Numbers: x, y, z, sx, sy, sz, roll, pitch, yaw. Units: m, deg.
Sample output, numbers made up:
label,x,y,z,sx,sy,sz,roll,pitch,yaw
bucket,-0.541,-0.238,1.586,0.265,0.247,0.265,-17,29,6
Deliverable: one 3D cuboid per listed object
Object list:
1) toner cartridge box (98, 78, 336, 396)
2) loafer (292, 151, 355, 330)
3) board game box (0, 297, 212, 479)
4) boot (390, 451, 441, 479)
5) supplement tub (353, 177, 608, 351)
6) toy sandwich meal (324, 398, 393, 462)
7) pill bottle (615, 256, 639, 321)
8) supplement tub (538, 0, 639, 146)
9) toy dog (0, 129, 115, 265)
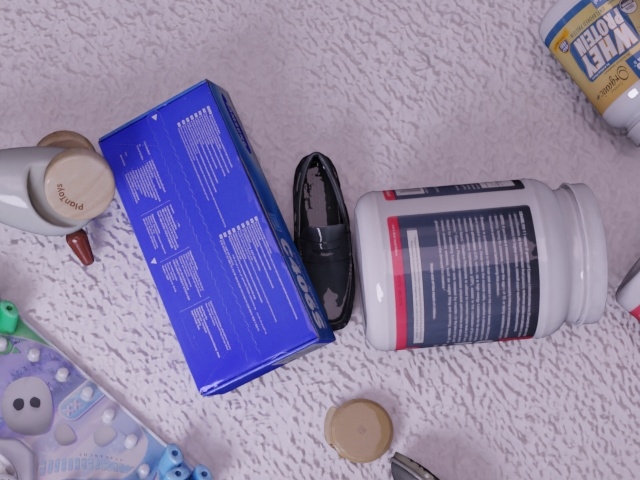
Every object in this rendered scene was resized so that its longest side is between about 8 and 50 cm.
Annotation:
label,x,y,z,sx,sy,sz,roll,pitch,yaw
toner cartridge box,-0.128,-0.003,1.369,0.165,0.075,0.347,-26,77,13
loafer,0.000,0.000,1.389,0.076,0.078,0.223,-6,77,-1
board game box,-0.372,0.264,1.238,0.390,0.050,0.390,39,48,9
boot,0.094,0.378,1.310,0.190,0.076,0.208,43,87,11
supplement tub,0.181,0.026,1.326,0.272,0.191,0.191,-5,76,-1
toy sandwich meal,0.046,0.230,1.361,0.086,0.029,0.085,1,75,-5
pill bottle,0.521,0.101,1.316,0.318,0.176,0.176,39,79,9
supplement tub,0.385,-0.232,1.412,0.144,0.144,0.199,-34,78,-8
toy dog,-0.398,-0.028,1.359,0.334,0.220,0.160,-4,108,6
